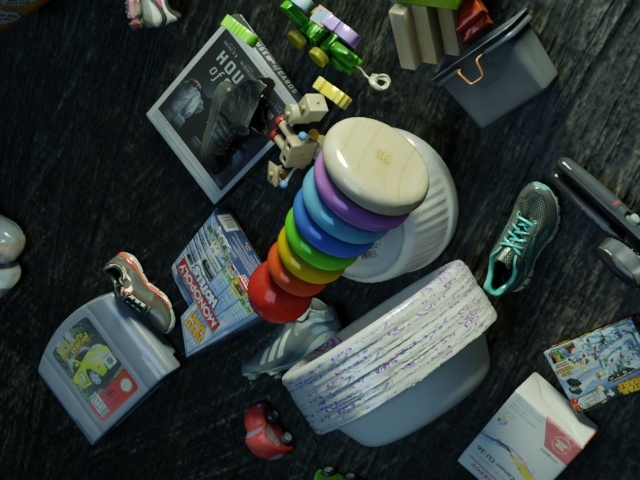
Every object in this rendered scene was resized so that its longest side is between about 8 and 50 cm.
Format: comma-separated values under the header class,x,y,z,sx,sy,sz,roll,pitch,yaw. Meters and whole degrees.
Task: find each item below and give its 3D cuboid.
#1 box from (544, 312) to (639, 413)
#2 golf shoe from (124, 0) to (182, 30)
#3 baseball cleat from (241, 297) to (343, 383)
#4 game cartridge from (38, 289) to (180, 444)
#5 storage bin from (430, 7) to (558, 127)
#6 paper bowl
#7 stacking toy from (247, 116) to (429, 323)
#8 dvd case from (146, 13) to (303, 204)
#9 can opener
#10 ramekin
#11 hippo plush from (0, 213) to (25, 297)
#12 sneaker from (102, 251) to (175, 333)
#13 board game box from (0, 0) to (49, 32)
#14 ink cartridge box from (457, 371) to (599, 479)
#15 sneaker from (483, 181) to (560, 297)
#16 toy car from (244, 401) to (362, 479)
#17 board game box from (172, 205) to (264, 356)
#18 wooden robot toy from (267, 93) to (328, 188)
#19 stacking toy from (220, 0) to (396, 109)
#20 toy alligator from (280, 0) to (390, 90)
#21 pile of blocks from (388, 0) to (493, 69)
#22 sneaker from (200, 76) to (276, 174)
class,x,y,z,sx,sy,sz,roll,pitch,yaw
box,0.366,0.158,1.477,0.137,0.027,0.094,-28,90,39
golf shoe,-0.247,-0.399,1.671,0.086,0.067,0.186,-7,95,-5
baseball cleat,-0.046,0.145,1.749,0.206,0.072,0.109,-21,82,34
game cartridge,-0.379,0.214,2.013,0.196,0.060,0.294,54,129,10
storage bin,0.215,-0.201,1.402,0.135,0.098,0.091,-33,99,39
paper bowl,0.102,0.159,1.498,0.284,0.284,0.148,-33,90,39
stacking toy,0.000,0.000,1.471,0.141,0.141,0.330,46,132,11
dvd case,-0.137,-0.187,1.692,0.179,0.029,0.239,53,129,5
can opener,0.348,-0.030,1.396,0.186,0.073,0.059,54,138,17
ramekin,0.071,-0.041,1.553,0.207,0.109,0.207,13,116,30
hippo plush,-0.675,0.012,2.018,0.234,0.236,0.294,19,118,29
sneaker,-0.304,0.095,1.901,0.158,0.065,0.061,50,129,8
board game box,-0.530,-0.517,1.586,0.356,0.356,0.356,-21,84,39
ink cartridge box,0.270,0.289,1.572,0.115,0.067,0.198,41,127,14
sneaker,0.252,0.006,1.464,0.065,0.076,0.166,27,122,23
toy car,-0.028,0.385,1.831,0.225,0.053,0.239,8,113,33
board game box,-0.164,0.082,1.774,0.194,0.060,0.194,-48,65,37
wooden robot toy,-0.017,-0.141,1.601,0.076,0.079,0.173,64,145,34
stacking toy,-0.006,-0.293,1.492,0.221,0.052,0.167,37,95,19
toy alligator,0.018,-0.251,1.545,0.190,0.056,0.051,41,169,13
pile of blocks,0.156,-0.374,1.331,0.113,0.149,0.362,14,115,31
sneaker,-0.115,-0.159,1.635,0.089,0.051,0.170,27,119,28
